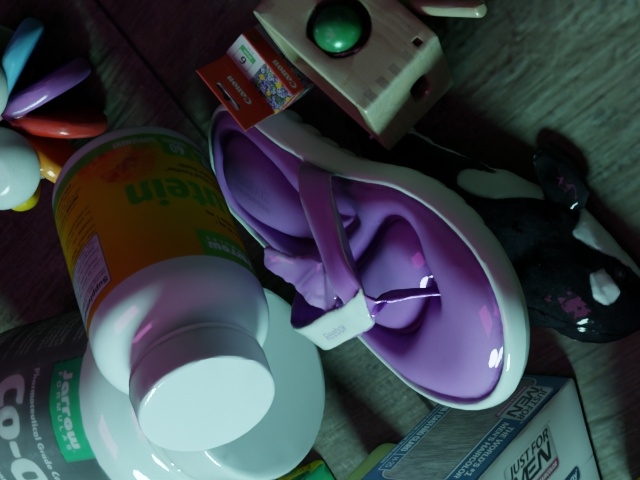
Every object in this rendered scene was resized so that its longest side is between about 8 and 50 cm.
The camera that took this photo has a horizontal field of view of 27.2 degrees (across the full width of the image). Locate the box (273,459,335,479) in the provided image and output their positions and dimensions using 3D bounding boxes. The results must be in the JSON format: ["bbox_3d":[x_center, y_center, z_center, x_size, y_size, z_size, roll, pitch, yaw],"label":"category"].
[{"bbox_3d":[-0.040,0.287,1.326,0.179,0.043,0.105,-25,98,46],"label":"box"}]

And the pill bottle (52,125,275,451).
[{"bbox_3d":[-0.118,0.036,1.015,0.246,0.136,0.136,-116,31,-43],"label":"pill bottle"}]

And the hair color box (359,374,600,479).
[{"bbox_3d":[0.163,0.299,1.075,0.105,0.174,0.347,-1,115,41],"label":"hair color box"}]

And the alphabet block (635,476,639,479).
[{"bbox_3d":[0.302,0.240,0.918,0.197,0.192,0.193,41,132,12],"label":"alphabet block"}]

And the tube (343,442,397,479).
[{"bbox_3d":[0.009,0.266,1.132,0.070,0.240,0.062,19,129,30],"label":"tube"}]

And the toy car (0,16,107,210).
[{"bbox_3d":[-0.267,-0.122,1.203,0.136,0.159,0.182,-17,107,8],"label":"toy car"}]

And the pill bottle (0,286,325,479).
[{"bbox_3d":[-0.180,0.154,1.241,0.361,0.204,0.204,-17,104,43],"label":"pill bottle"}]

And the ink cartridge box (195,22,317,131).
[{"bbox_3d":[-0.035,-0.134,1.009,0.063,0.115,0.029,51,136,2],"label":"ink cartridge box"}]

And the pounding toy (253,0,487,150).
[{"bbox_3d":[0.040,-0.142,0.913,0.130,0.141,0.100,43,90,15],"label":"pounding toy"}]

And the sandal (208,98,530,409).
[{"bbox_3d":[0.002,0.014,0.978,0.416,0.102,0.169,35,138,54],"label":"sandal"}]

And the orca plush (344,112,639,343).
[{"bbox_3d":[0.109,-0.013,0.976,0.287,0.102,0.151,48,135,5],"label":"orca plush"}]
